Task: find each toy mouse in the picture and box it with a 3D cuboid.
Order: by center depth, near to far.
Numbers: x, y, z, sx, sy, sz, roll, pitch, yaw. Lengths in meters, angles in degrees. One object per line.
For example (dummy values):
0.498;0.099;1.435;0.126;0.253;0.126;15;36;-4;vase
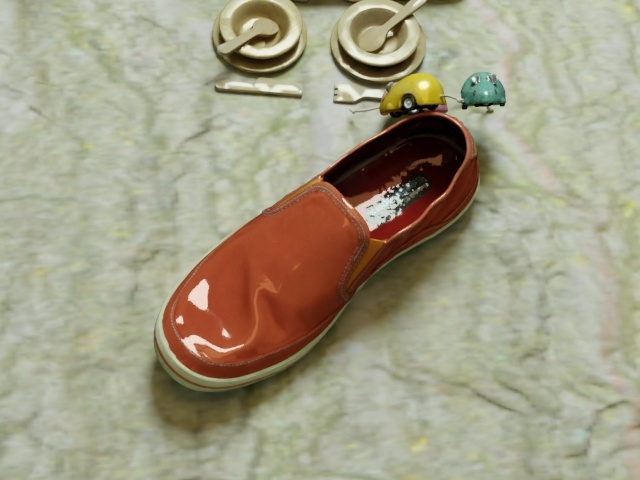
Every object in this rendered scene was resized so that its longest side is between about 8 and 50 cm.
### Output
0.106;-0.126;1.444;0.143;0.161;0.031;-5;91;-45;toy mouse

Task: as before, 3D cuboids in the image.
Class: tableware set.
0.000;-0.189;1.506;0.194;0.039;0.128;3;60;-2;tableware set

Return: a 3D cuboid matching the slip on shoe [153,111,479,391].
0.000;0.000;1.363;0.331;0.101;0.123;-35;70;-20;slip on shoe
